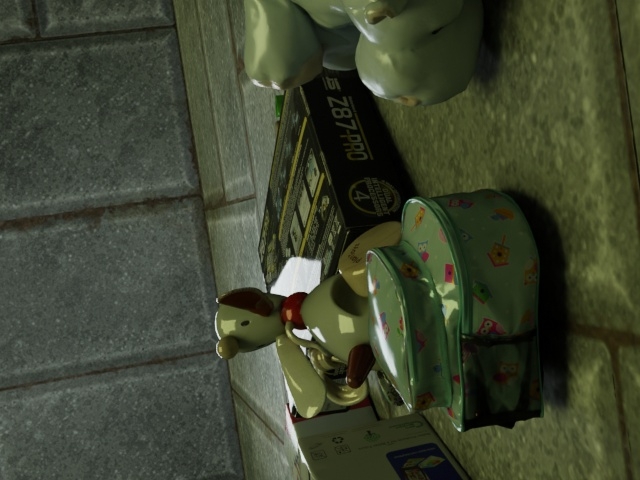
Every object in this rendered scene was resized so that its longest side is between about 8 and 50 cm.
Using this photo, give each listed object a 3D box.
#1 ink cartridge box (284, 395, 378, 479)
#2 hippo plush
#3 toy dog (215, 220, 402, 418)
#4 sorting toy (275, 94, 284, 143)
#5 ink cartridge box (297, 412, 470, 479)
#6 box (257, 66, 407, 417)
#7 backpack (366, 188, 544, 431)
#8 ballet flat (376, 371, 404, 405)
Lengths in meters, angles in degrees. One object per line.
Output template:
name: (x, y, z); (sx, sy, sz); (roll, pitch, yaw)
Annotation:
ink cartridge box: (0.029, 0.331, 1.340); (0.176, 0.127, 0.128); (-114, 20, -44)
hippo plush: (0.057, -0.252, 0.815); (0.236, 0.234, 0.294); (27, 148, 36)
toy dog: (-0.005, 0.109, 0.985); (0.220, 0.161, 0.333); (44, 140, -4)
sorting toy: (-0.039, -0.083, 1.534); (0.196, 0.047, 0.348); (-112, 18, -56)
ink cartridge box: (0.093, 0.303, 0.984); (0.333, 0.165, 0.065); (-130, 34, -67)
box: (0.000, 0.000, 1.227); (0.395, 0.097, 0.318); (103, 156, -46)
backpack: (0.115, 0.050, 0.792); (0.166, 0.144, 0.188); (-121, 33, -68)
ballet flat: (0.089, 0.154, 1.176); (0.041, 0.041, 0.114); (108, 150, -62)
